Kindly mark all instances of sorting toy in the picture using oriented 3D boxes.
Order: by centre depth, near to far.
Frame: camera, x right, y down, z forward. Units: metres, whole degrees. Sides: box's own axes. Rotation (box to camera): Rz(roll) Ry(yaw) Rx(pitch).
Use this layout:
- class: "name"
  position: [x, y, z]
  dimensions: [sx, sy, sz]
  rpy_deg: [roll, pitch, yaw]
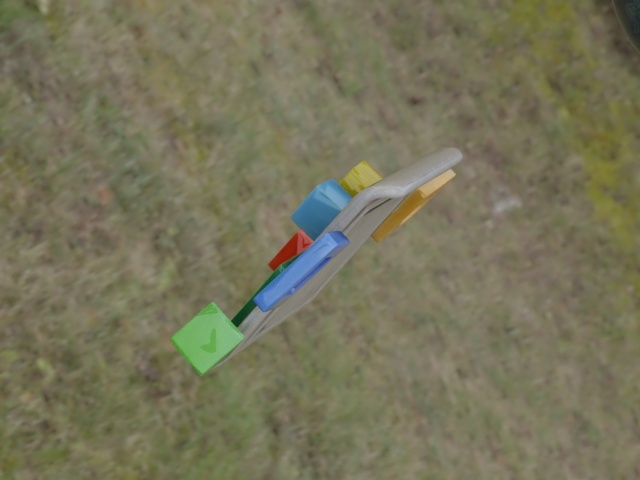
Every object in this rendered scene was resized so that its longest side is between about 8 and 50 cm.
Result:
- class: "sorting toy"
  position: [0.000, 0.000, 1.130]
  dimensions: [0.047, 0.196, 0.347]
  rpy_deg: [48, 22, 5]

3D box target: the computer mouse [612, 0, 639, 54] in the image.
- class: "computer mouse"
  position: [0.275, -0.108, 1.008]
  dimensions: [0.272, 0.188, 0.072]
  rpy_deg: [41, 78, -16]
